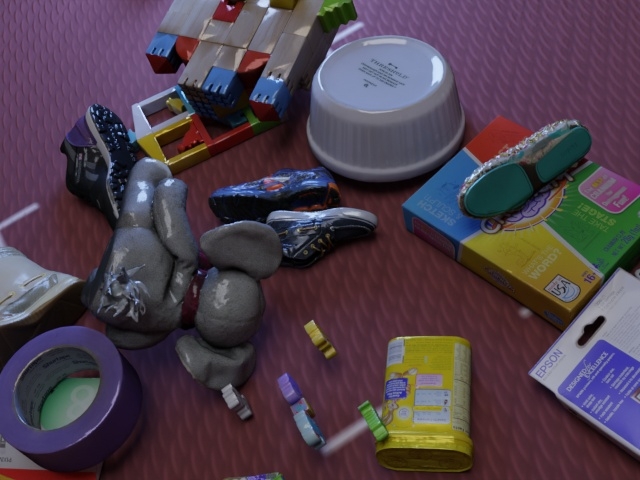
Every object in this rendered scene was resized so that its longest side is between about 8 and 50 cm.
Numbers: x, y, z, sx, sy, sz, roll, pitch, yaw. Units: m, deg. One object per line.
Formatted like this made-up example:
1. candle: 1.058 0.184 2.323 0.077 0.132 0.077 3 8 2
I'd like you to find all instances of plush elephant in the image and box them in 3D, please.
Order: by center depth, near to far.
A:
1. plush elephant: -0.191 0.064 1.267 0.272 0.255 0.330 -66 19 11

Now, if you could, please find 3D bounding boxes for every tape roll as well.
1. tape roll: -0.351 0.220 1.211 0.189 0.080 0.189 -6 55 9

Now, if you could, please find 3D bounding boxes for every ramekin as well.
1. ramekin: 0.105 -0.231 1.453 0.272 0.127 0.273 -4 47 5

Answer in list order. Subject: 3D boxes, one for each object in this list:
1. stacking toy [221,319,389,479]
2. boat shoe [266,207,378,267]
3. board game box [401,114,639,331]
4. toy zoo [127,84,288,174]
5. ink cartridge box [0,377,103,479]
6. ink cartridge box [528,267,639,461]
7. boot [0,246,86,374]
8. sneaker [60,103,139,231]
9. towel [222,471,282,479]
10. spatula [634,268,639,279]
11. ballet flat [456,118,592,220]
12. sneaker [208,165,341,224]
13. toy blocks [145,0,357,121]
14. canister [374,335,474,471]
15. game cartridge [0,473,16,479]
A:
1. stacking toy: -0.027 0.227 1.167 0.167 0.052 0.221 -37 42 1
2. boat shoe: 0.000 0.000 1.374 0.183 0.065 0.083 -2 63 15
3. board game box: 0.319 -0.036 1.311 0.242 0.064 0.316 -43 54 -18
4. toy zoo: -0.228 -0.227 1.612 0.293 0.030 0.192 -27 53 -7
5. ink cartridge box: -0.399 0.304 1.242 0.181 0.056 0.225 -1 52 13
6. ink cartridge box: 0.419 0.166 1.136 0.206 0.045 0.208 -46 55 -11
7. boot: -0.525 0.109 1.365 0.203 0.095 0.262 23 44 28
8. sneaker: -0.381 -0.096 1.528 0.124 0.107 0.283 -37 56 21
9. towel: -0.092 0.343 1.166 0.083 0.009 0.060 -8 52 8
10. spatula: 0.507 0.113 1.190 0.168 0.019 0.242 -31 53 -9
11. ballet flat: 0.295 -0.104 1.289 0.241 0.091 0.077 -28 20 -12
12. sneaker: -0.076 -0.074 1.442 0.221 0.083 0.087 -5 39 3
13. toy blocks: -0.154 -0.334 1.563 0.381 0.191 0.261 16 70 22
14. canister: 0.143 0.216 1.165 0.126 0.073 0.170 -2 52 14
15. game cartridge: -0.400 0.480 1.095 0.285 0.053 0.324 12 59 23
